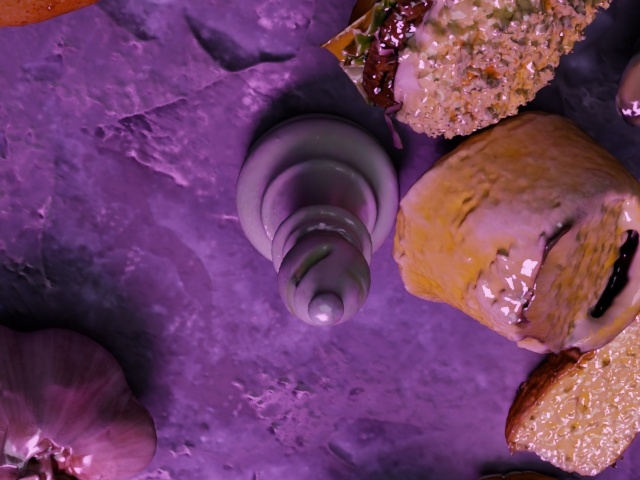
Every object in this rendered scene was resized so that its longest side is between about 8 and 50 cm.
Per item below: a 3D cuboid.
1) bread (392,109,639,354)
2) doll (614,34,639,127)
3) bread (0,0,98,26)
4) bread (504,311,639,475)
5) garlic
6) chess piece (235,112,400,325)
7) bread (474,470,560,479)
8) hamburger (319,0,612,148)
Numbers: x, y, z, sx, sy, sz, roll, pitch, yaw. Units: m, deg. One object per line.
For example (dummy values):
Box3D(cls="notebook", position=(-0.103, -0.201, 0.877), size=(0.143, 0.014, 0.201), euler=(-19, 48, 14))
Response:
Box3D(cls="bread", position=(0.168, -0.004, 1.577), size=(0.197, 0.170, 0.197), euler=(-21, 131, -26))
Box3D(cls="doll", position=(0.348, -0.205, 1.514), size=(0.177, 0.161, 0.261), euler=(20, 114, 13))
Box3D(cls="bread", position=(-0.261, -0.205, 1.534), size=(0.136, 0.054, 0.154), euler=(-26, 141, 29))
Box3D(cls="bread", position=(0.249, 0.129, 1.704), size=(0.103, 0.065, 0.187), euler=(34, 106, -17))
Box3D(cls="garlic", position=(-0.272, 0.189, 1.626), size=(0.207, 0.256, 0.207), euler=(18, 125, 27))
Box3D(cls="chess piece", position=(0.000, 0.000, 1.527), size=(0.139, 0.272, 0.139), euler=(0, 112, -1))
Box3D(cls="bread", position=(0.182, 0.246, 1.729), size=(0.110, 0.110, 0.024), euler=(2, 133, -3))
Box3D(cls="hamburger", position=(0.127, -0.173, 1.491), size=(0.138, 0.261, 0.243), euler=(46, 101, 15))
